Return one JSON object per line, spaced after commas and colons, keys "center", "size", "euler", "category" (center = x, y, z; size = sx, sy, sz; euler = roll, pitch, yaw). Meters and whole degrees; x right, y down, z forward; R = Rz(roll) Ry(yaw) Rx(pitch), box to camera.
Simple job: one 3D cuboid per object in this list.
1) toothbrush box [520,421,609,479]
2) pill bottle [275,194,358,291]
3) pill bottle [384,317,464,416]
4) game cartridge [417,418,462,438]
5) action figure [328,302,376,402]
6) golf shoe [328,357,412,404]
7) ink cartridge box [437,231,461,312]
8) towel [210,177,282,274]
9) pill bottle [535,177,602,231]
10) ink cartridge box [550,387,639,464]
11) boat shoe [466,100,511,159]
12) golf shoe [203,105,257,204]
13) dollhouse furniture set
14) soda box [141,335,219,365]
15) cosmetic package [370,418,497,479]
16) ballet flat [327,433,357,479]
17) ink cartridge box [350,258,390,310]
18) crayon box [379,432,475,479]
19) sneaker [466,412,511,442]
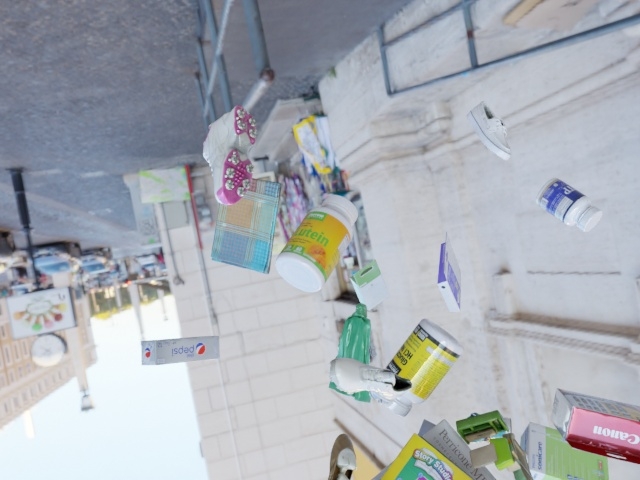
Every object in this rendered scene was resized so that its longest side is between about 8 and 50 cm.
{"center": [0.891, 0.822, 2.085], "size": [0.283, 0.122, 0.206], "euler": [15, -139, 9], "category": "toothbrush box"}
{"center": [0.000, 0.000, 1.464], "size": [0.136, 0.136, 0.245], "euler": [-12, -142, 49], "category": "pill bottle"}
{"center": [0.352, 0.466, 2.067], "size": [0.334, 0.188, 0.188], "euler": [-54, 175, 5], "category": "pill bottle"}
{"center": [0.461, 0.918, 2.338], "size": [0.198, 0.297, 0.062], "euler": [22, 171, 19], "category": "game cartridge"}
{"center": [0.091, 0.273, 1.422], "size": [0.137, 0.232, 0.063], "euler": [8, -177, 39], "category": "action figure"}
{"center": [0.097, 0.254, 1.065], "size": [0.176, 0.069, 0.086], "euler": [25, 141, -34], "category": "golf shoe"}
{"center": [0.448, 0.110, 1.994], "size": [0.045, 0.208, 0.206], "euler": [-10, -141, 24], "category": "ink cartridge box"}
{"center": [-0.302, -0.069, 2.278], "size": [0.271, 0.370, 0.040], "euler": [12, -172, 20], "category": "towel"}
{"center": [0.813, -0.113, 1.852], "size": [0.112, 0.112, 0.187], "euler": [-11, -138, -38], "category": "pill bottle"}
{"center": [0.983, 0.634, 1.928], "size": [0.309, 0.130, 0.272], "euler": [11, -175, 7], "category": "ink cartridge box"}
{"center": [0.575, -0.375, 1.896], "size": [0.095, 0.258, 0.084], "euler": [12, 131, -36], "category": "boat shoe"}
{"center": [-0.257, -0.220, 1.537], "size": [0.140, 0.306, 0.115], "euler": [-13, 145, 27], "category": "golf shoe"}
{"center": [0.597, 0.742, 1.900], "size": [0.151, 0.301, 0.197], "euler": [-26, -146, 19], "category": "dollhouse furniture set"}
{"center": [-0.512, 0.404, 2.091], "size": [0.098, 0.091, 0.286], "euler": [-11, 169, 39], "category": "soda box"}
{"center": [0.413, 0.906, 2.012], "size": [0.394, 0.329, 0.327], "euler": [-39, 149, -4], "category": "cosmetic package"}
{"center": [0.086, 0.960, 2.309], "size": [0.116, 0.342, 0.124], "euler": [30, 149, -16], "category": "ballet flat"}
{"center": [0.185, 0.162, 2.200], "size": [0.109, 0.209, 0.062], "euler": [-33, -142, -11], "category": "ink cartridge box"}
{"center": [0.354, 0.849, 1.776], "size": [0.363, 0.313, 0.106], "euler": [33, 169, 34], "category": "crayon box"}
{"center": [0.693, 0.806, 2.389], "size": [0.178, 0.124, 0.295], "euler": [4, 150, 10], "category": "sneaker"}
